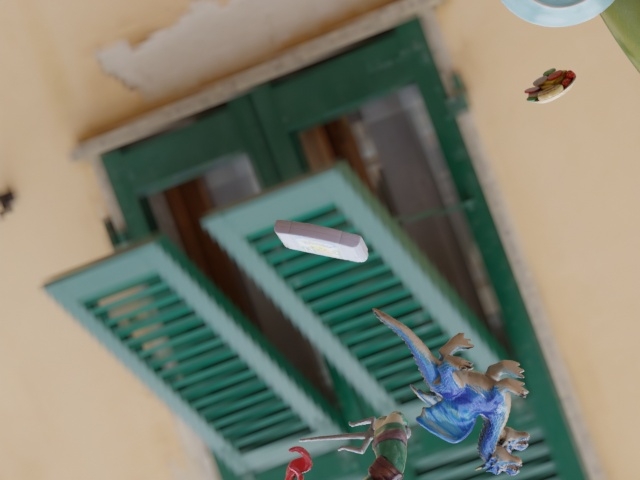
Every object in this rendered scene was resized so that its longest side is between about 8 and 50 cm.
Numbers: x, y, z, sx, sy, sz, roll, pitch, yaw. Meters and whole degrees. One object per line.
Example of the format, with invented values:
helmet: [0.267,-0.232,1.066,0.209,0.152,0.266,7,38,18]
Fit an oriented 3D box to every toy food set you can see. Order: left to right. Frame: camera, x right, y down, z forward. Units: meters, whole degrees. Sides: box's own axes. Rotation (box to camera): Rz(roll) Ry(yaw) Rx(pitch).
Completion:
toy food set: [0.347,-0.234,2.511,0.083,0.020,0.082,-42,-156,-24]

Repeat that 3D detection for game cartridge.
game cartridge: [0.000,0.000,1.539,0.083,0.017,0.056,11,162,15]

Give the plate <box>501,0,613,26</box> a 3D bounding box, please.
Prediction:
plate: [0.311,-0.365,2.152,0.188,0.188,0.024,-20,-159,8]

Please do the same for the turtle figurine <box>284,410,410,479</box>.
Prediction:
turtle figurine: [0.052,0.223,1.221,0.234,0.175,0.118,8,-172,39]

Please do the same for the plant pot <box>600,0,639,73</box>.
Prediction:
plant pot: [0.494,-0.342,2.284,0.274,0.293,0.275,-24,138,-23]

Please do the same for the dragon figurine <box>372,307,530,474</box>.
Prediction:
dragon figurine: [0.169,0.203,2.139,0.144,0.289,0.085,-56,-161,25]
